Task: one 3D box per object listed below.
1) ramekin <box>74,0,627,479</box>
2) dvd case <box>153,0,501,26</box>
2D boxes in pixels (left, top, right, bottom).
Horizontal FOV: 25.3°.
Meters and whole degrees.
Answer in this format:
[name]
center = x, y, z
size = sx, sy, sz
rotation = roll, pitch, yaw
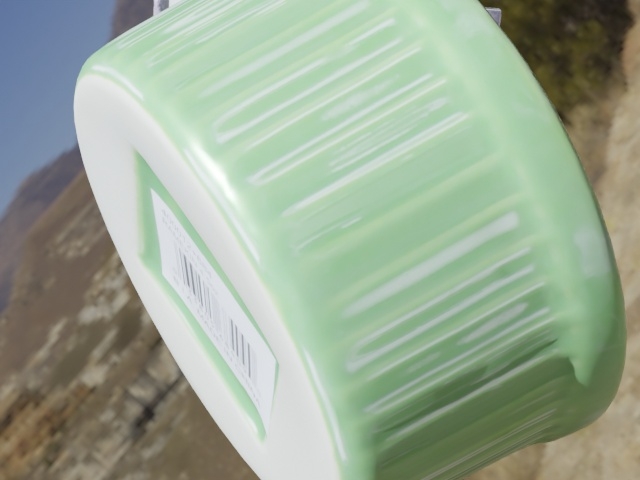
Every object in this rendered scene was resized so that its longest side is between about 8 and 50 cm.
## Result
[ramekin]
center = 0.000, 0.000, 0.730
size = 0.148, 0.303, 0.303
rotation = -29, 0, -18
[dvd case]
center = 0.000, -0.075, 0.926
size = 0.018, 0.221, 0.164
rotation = -86, -1, -75
